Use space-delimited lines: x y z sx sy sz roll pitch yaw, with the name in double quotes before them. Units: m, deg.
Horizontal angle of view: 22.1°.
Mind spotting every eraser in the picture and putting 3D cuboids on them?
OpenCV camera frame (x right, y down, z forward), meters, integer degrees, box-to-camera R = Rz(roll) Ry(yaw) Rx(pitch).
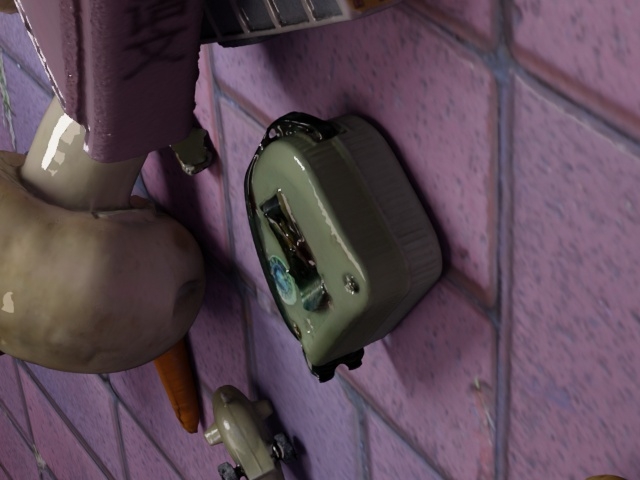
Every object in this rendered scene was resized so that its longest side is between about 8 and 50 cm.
"eraser" -0.200 -0.261 1.422 0.272 0.122 0.359 61 162 17

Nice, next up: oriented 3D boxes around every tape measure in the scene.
"tape measure" 0.000 0.000 1.495 0.207 0.115 0.235 60 155 13

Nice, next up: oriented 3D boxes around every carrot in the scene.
"carrot" -0.201 0.136 2.114 0.066 0.062 0.271 -11 107 33

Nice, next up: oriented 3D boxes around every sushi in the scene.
"sushi" -0.146 -0.111 1.817 0.083 0.044 0.046 62 177 19

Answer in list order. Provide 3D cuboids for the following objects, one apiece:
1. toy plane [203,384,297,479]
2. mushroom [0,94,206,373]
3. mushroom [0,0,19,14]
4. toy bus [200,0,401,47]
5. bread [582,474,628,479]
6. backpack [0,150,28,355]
"toy plane" -0.052 0.294 1.901 0.286 0.092 0.108 60 176 20
"mushroom" -0.310 0.001 1.882 0.353 0.325 0.353 32 136 36
"mushroom" -0.361 -0.386 1.946 0.162 0.173 0.236 38 -150 -22
"toy bus" -0.038 -0.244 1.393 0.342 0.097 0.138 4 120 63
"bread" 0.220 0.251 1.273 0.119 0.084 0.177 57 154 20
"backpack" -0.419 0.032 2.162 0.197 0.317 0.283 41 143 54
